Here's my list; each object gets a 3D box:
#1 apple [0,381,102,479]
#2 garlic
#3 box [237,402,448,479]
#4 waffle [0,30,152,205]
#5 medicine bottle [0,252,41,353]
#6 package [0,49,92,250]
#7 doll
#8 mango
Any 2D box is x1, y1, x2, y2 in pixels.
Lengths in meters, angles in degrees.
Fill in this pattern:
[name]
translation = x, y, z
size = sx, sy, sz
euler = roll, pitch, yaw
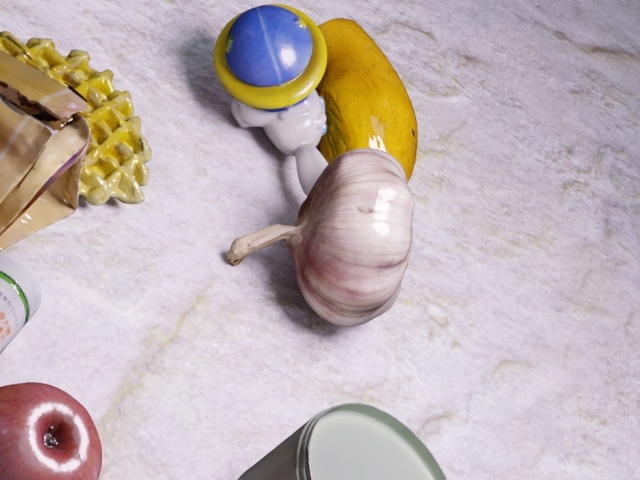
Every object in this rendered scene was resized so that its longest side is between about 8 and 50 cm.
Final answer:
[apple]
translation = -0.280, 0.207, 1.192
size = 0.153, 0.120, 0.153
euler = 29, 39, -26
[garlic]
translation = 0.000, 0.000, 1.662
size = 0.253, 0.245, 0.245
euler = -2, 50, -8
[box]
translation = 0.028, 0.313, 1.393
size = 0.226, 0.149, 0.226
euler = 29, 38, -26
[waffle]
translation = -0.324, -0.151, 1.564
size = 0.250, 0.056, 0.261
euler = 16, 42, -38
[medicine bottle]
translation = -0.360, 0.094, 1.251
size = 0.086, 0.086, 0.183
euler = 41, 35, -8
[package]
translation = -0.404, -0.149, 1.318
size = 0.311, 0.165, 0.221
euler = 37, 31, 12
[doll]
translation = -0.064, -0.198, 1.805
size = 0.159, 0.243, 0.311
euler = -11, 60, -13
[mango]
translation = 0.067, -0.205, 1.958
size = 0.187, 0.144, 0.359
euler = 39, 30, -41
